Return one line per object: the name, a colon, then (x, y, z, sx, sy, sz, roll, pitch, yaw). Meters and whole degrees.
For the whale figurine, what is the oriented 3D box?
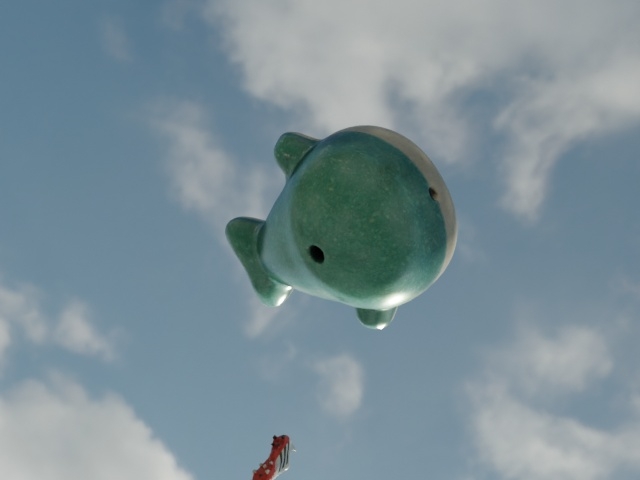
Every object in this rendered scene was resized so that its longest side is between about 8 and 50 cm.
whale figurine: (0.000, 0.000, 1.317, 0.272, 0.141, 0.216, -20, -79, 41)

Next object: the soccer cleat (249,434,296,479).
soccer cleat: (-0.054, 0.267, 1.590, 0.029, 0.083, 0.036, -7, -48, 40)
